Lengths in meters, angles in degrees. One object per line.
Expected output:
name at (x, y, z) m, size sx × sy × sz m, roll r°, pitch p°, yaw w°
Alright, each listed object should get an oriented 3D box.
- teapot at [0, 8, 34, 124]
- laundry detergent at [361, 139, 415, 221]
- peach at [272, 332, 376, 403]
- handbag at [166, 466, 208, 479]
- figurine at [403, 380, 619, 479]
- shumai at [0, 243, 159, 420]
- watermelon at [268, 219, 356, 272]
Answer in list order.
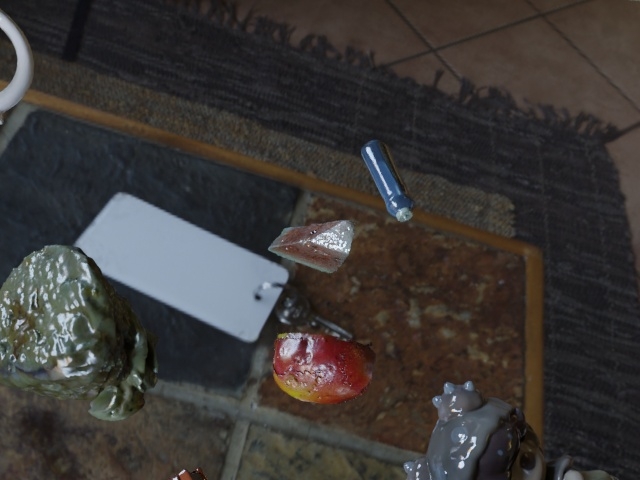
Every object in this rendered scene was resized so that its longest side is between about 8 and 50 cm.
teapot at (-0.412, -0.212, 0.624) m, size 0.298 × 0.204 × 0.139 m, roll 14°, pitch 83°, yaw -9°
laundry detergent at (0.151, -0.120, 1.481) m, size 0.061 × 0.096 × 0.206 m, roll -27°, pitch 56°, yaw 10°
peach at (0.001, 0.106, 0.561) m, size 0.083 × 0.077 × 0.050 m, roll 6°, pitch 62°, yaw 1°
handbag at (-0.176, 0.422, 0.937) m, size 0.127 × 0.063 × 0.190 m, roll -39°, pitch 68°, yaw 5°
figurine at (0.351, 0.416, 1.237) m, size 0.381 × 0.203 × 0.248 m, roll 22°, pitch 95°, yaw 1°
shumai at (-0.314, 0.130, 0.937) m, size 0.218 × 0.256 × 0.189 m, roll 40°, pitch 59°, yaw -42°
watermelon at (0.000, 0.000, 1.339) m, size 0.154 × 0.241 × 0.094 m, roll 12°, pitch 81°, yaw -19°
